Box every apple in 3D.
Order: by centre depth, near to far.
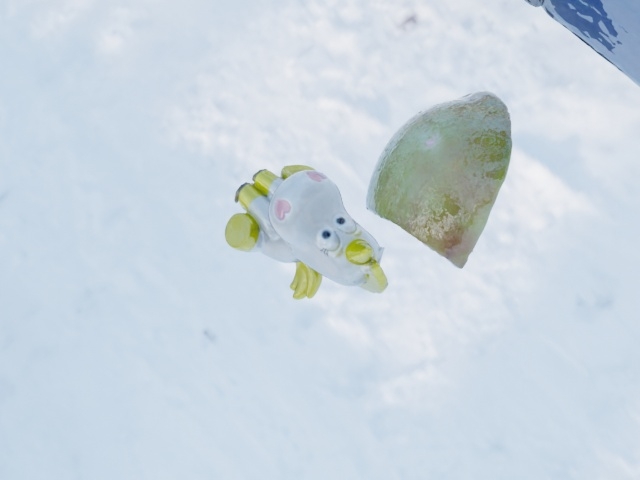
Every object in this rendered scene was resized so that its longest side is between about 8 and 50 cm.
[{"bbox_3d":[0.130,-0.088,1.739,0.265,0.120,0.193,-127,59,-74],"label":"apple"}]

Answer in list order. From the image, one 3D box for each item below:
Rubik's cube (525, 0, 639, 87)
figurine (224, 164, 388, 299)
[{"bbox_3d":[0.234,-0.301,0.908,0.313,0.318,0.316,42,80,15],"label":"Rubik's cube"},{"bbox_3d":[-0.002,-0.006,1.390,0.109,0.129,0.178,-39,19,-24],"label":"figurine"}]
